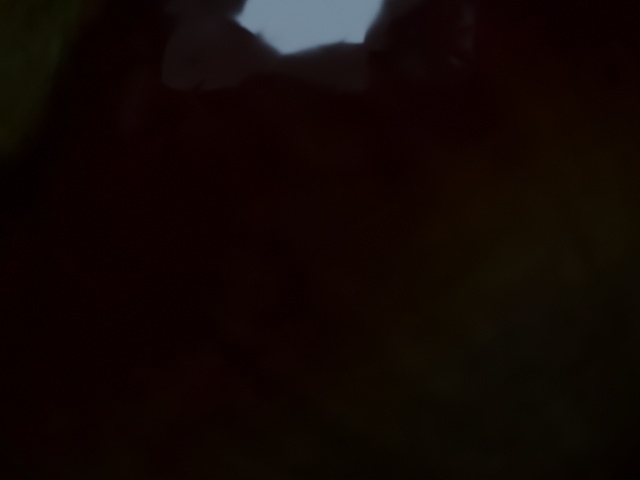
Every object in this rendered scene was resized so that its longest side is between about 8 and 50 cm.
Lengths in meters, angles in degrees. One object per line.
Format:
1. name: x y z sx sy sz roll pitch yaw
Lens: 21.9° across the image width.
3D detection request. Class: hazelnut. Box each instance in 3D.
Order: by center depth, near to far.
1. hazelnut: 0.000 0.000 0.414 0.229 0.229 0.229 1 48 -1
